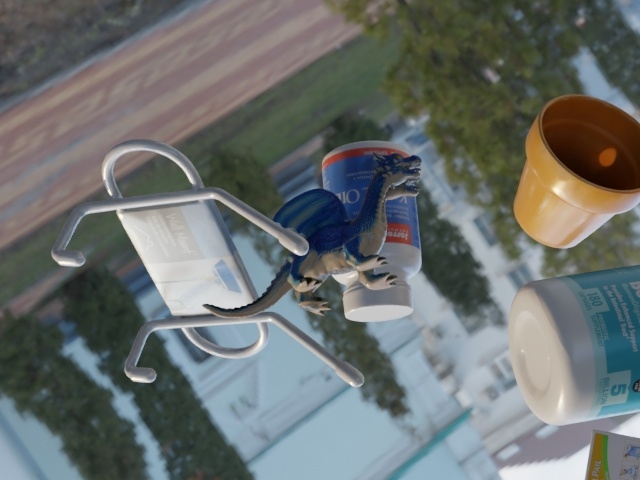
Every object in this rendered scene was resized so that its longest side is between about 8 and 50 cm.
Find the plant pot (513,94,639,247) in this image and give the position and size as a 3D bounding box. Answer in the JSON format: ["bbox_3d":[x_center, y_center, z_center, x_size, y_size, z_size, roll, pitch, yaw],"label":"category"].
[{"bbox_3d":[0.400,-0.093,1.909,0.205,0.205,0.188,-35,160,-39],"label":"plant pot"}]

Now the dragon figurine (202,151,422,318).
[{"bbox_3d":[0.000,0.000,1.406,0.289,0.144,0.085,-23,145,10],"label":"dragon figurine"}]

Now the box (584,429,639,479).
[{"bbox_3d":[0.561,0.473,2.317,0.103,0.203,0.114,9,173,19],"label":"box"}]

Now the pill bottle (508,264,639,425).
[{"bbox_3d":[0.334,0.095,1.220,0.264,0.146,0.146,-9,175,-13],"label":"pill bottle"}]

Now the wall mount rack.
[{"bbox_3d":[-0.114,0.052,1.339,0.304,0.350,0.131,-5,-137,20],"label":"wall mount rack"}]

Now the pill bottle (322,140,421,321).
[{"bbox_3d":[0.070,-0.010,1.602,0.124,0.222,0.124,-5,163,-1],"label":"pill bottle"}]
